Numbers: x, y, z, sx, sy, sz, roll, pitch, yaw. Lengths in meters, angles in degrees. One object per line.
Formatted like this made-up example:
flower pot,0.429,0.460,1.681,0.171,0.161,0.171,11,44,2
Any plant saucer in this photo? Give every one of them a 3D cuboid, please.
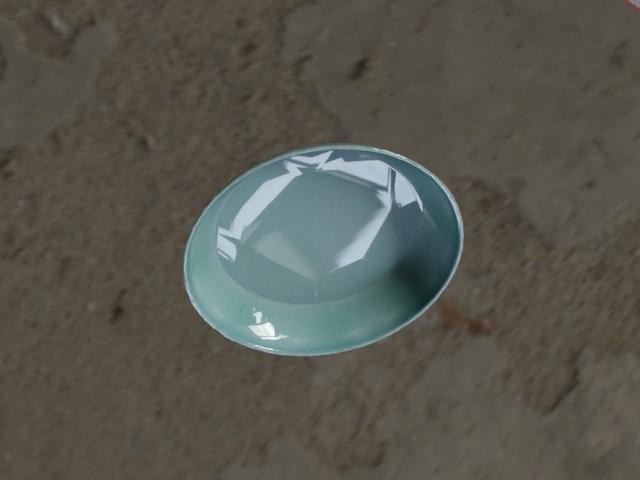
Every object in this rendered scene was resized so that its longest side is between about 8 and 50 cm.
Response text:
plant saucer,0.000,0.000,0.808,0.119,0.021,0.119,-7,133,-7

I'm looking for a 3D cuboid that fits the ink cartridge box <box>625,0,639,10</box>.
ink cartridge box,0.207,-0.184,1.152,0.134,0.231,0.078,37,93,12
